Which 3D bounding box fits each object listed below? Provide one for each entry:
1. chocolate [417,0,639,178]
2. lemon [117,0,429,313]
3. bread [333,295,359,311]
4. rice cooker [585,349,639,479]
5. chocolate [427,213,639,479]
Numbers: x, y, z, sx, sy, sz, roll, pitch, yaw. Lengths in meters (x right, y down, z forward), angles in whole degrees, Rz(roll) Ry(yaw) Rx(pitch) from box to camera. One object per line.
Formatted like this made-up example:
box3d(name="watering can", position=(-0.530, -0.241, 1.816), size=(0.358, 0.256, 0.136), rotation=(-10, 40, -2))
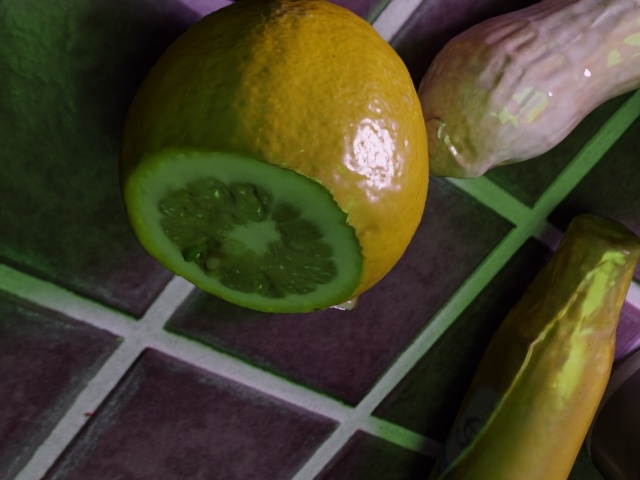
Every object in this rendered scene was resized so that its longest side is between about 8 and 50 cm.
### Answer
box3d(name="chocolate", position=(0.215, -0.164, 0.867), size=(0.309, 0.134, 0.134), rotation=(-33, 130, -3))
box3d(name="lemon", position=(-0.028, -0.079, 0.757), size=(0.241, 0.219, 0.240), rotation=(12, 144, 9))
box3d(name="bread", position=(0.001, -0.005, 0.953), size=(0.074, 0.084, 0.139), rotation=(13, 86, -31))
box3d(name="rice cooker", position=(0.516, 0.277, 1.219), size=(0.289, 0.277, 0.288), rotation=(-13, 127, -18))
box3d(name="chocolate", position=(0.246, 0.172, 1.121), size=(0.162, 0.162, 0.445), rotation=(3, 118, -26))
